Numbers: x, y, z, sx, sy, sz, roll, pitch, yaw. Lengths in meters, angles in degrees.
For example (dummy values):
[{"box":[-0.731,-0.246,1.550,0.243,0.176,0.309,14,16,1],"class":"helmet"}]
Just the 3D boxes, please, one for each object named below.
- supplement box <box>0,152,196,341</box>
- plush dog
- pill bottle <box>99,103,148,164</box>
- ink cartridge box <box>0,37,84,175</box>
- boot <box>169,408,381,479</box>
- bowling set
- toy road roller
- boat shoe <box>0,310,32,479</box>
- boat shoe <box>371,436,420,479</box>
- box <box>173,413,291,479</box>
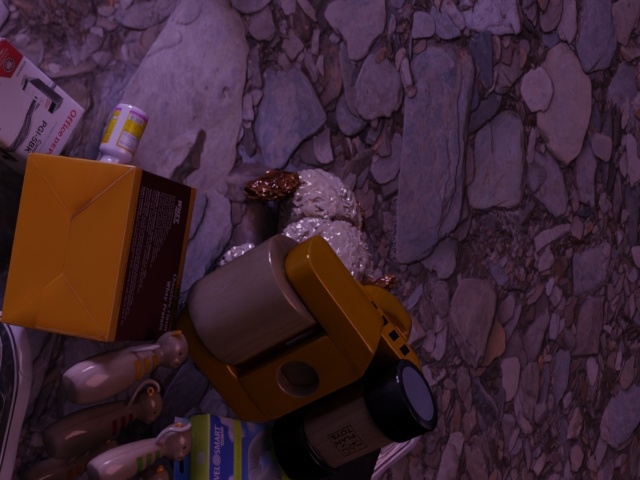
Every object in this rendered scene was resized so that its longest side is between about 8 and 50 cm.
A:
[{"box":[-0.248,0.013,1.286,0.194,0.129,0.191,17,82,-76],"class":"supplement box"},{"box":[0.000,0.000,1.600,0.262,0.211,0.225,27,48,-49],"class":"plush dog"},{"box":[-0.247,-0.124,1.386,0.043,0.043,0.083,35,70,-45],"class":"pill bottle"},{"box":[-0.346,-0.148,1.260,0.135,0.056,0.099,43,63,-43],"class":"ink cartridge box"},{"box":[-0.039,0.285,1.594,0.377,0.138,0.284,47,48,-29],"class":"boot"},{"box":[-0.213,0.260,1.283,0.154,0.287,0.200,-18,65,-39],"class":"bowling set"},{"box":[-0.001,0.123,1.417,0.329,0.203,0.240,53,25,-18],"class":"toy road roller"},{"box":[-0.378,0.187,1.256,0.070,0.078,0.219,5,94,-50],"class":"boat shoe"},{"box":[0.094,0.320,1.806,0.226,0.083,0.075,-48,129,-33],"class":"boat shoe"},{"box":[-0.103,0.278,1.384,0.178,0.042,0.109,21,59,-45],"class":"box"}]
